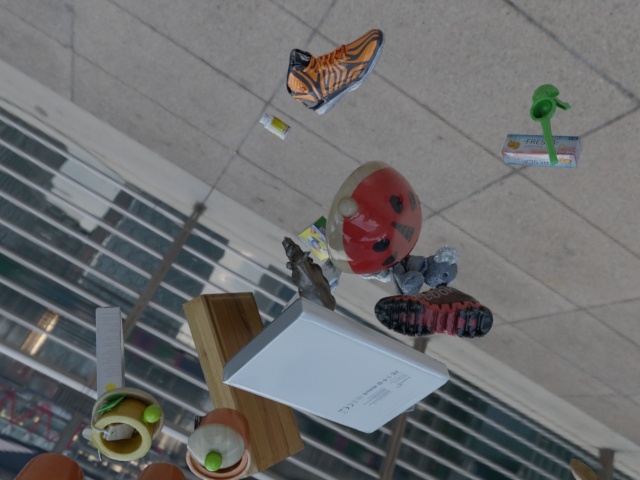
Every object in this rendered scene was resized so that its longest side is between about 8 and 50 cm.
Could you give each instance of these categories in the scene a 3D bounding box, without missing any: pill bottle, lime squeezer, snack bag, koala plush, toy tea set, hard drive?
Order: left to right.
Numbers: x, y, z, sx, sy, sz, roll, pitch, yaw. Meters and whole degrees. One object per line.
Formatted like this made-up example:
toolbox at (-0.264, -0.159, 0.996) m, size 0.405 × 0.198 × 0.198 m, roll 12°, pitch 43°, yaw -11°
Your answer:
toy tea set at (-0.236, 0.299, 0.692) m, size 0.336 × 0.124 × 0.200 m, roll -41°, pitch 108°, yaw 16°
pill bottle at (-0.126, -0.317, 1.623) m, size 0.083 × 0.043 × 0.043 m, roll 32°, pitch 155°, yaw -17°
snack bag at (-0.036, 0.169, 1.754) m, size 0.037 × 0.323 × 0.342 m, roll 40°, pitch -163°, yaw -5°
hard drive at (0.033, 0.243, 1.085) m, size 0.353 × 0.047 × 0.233 m, roll 28°, pitch 124°, yaw -30°
koala plush at (0.357, 0.106, 1.971) m, size 0.222 × 0.203 × 0.196 m, roll -16°, pitch 136°, yaw -2°
lime squeezer at (0.488, -0.271, 1.268) m, size 0.059 × 0.310 × 0.109 m, roll -8°, pitch 118°, yaw 31°

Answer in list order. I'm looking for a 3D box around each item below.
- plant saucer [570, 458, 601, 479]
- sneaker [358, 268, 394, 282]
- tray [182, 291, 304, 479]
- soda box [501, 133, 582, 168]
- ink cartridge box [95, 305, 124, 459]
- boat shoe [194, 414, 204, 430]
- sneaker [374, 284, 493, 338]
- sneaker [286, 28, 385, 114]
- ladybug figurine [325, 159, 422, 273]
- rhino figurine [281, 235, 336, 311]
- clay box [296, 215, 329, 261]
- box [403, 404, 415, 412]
plant saucer at (0.548, 0.490, 1.216) m, size 0.084 × 0.015 × 0.083 m, roll 29°, pitch -160°, yaw -12°
sneaker at (0.172, 0.092, 1.993) m, size 0.170 × 0.063 × 0.074 m, roll 13°, pitch 150°, yaw 54°
tray at (-0.178, 0.326, 1.403) m, size 0.076 × 0.410 × 0.203 m, roll -27°, pitch 165°, yaw 24°
soda box at (0.564, -0.229, 1.506) m, size 0.183 × 0.062 × 0.058 m, roll 10°, pitch 155°, yaw 34°
ink cartridge box at (-0.514, 0.357, 1.448) m, size 0.072 × 0.307 × 0.303 m, roll -3°, pitch 154°, yaw -20°
boat shoe at (-0.320, 0.512, 1.545) m, size 0.038 × 0.125 × 0.046 m, roll 21°, pitch 124°, yaw -14°
sneaker at (0.259, 0.165, 1.398) m, size 0.276 × 0.097 × 0.135 m, roll 4°, pitch -160°, yaw -4°
sneaker at (0.020, -0.484, 1.617) m, size 0.180 × 0.124 × 0.321 m, roll 26°, pitch 134°, yaw -29°
ladybug figurine at (0.152, -0.044, 1.519) m, size 0.162 × 0.304 × 0.449 m, roll 21°, pitch -175°, yaw 21°
rhino figurine at (-0.029, 0.079, 1.303) m, size 0.106 × 0.073 × 0.243 m, roll 55°, pitch 172°, yaw 52°
clay box at (0.000, 0.000, 1.984) m, size 0.127 × 0.053 × 0.222 m, roll 45°, pitch 158°, yaw -5°
box at (0.180, 0.419, 1.750) m, size 0.114 × 0.103 × 0.203 m, roll 1°, pitch -165°, yaw -36°
